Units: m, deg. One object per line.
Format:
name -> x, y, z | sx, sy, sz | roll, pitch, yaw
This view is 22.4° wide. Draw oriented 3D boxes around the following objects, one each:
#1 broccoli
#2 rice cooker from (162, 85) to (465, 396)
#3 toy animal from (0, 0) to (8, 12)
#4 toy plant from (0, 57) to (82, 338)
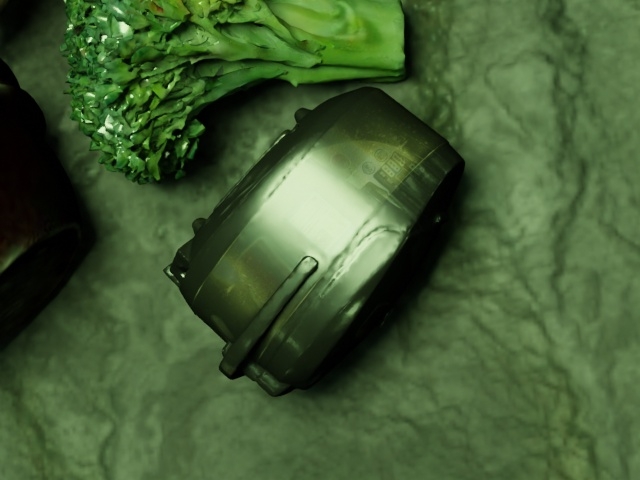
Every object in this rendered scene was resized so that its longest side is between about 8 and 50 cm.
broccoli -> -0.044, -0.122, 0.875 | 0.194, 0.194, 0.219 | -10, 54, 16
rice cooker -> 0.000, 0.000, 0.833 | 0.165, 0.112, 0.106 | -43, 82, 7
toy animal -> -0.222, -0.275, 0.875 | 0.269, 0.326, 0.237 | 40, 118, -6
toy plant -> -0.248, -0.046, 0.893 | 0.235, 0.218, 0.175 | 45, 68, 8
